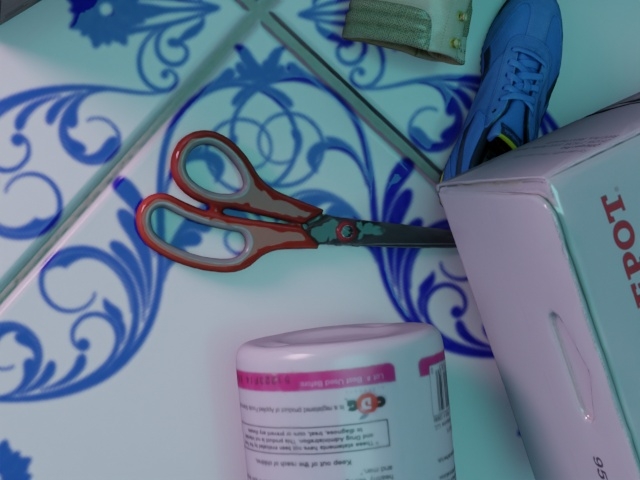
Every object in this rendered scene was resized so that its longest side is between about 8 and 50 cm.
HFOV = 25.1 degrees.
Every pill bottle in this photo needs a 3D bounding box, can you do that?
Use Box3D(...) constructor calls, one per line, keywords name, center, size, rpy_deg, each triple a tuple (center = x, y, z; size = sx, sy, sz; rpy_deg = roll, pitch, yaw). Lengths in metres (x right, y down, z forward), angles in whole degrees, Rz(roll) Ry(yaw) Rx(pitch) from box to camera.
Box3D(name="pill bottle", center=(0.026, 0.211, 1.102), size=(0.160, 0.160, 0.283), rpy_deg=(-6, 92, -13))

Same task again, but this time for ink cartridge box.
Box3D(name="ink cartridge box", center=(0.325, 0.013, 1.127), size=(0.395, 0.166, 0.285), rpy_deg=(-24, 101, -23))

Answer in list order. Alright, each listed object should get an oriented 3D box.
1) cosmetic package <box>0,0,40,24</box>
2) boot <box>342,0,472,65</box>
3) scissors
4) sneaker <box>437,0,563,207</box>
Box3D(name="cosmetic package", center=(-0.194, -0.244, 0.970), size=(0.160, 0.309, 0.113), rpy_deg=(-36, 99, -12))
Box3D(name="boot", center=(0.128, -0.222, 1.159), size=(0.213, 0.077, 0.165), rpy_deg=(6, 89, -2))
Box3D(name="scissors", center=(0.000, 0.000, 1.168), size=(0.297, 0.021, 0.109), rpy_deg=(19, 84, -14))
Box3D(name="sneaker", center=(0.159, -0.111, 1.171), size=(0.069, 0.082, 0.209), rpy_deg=(21, 84, -11))
